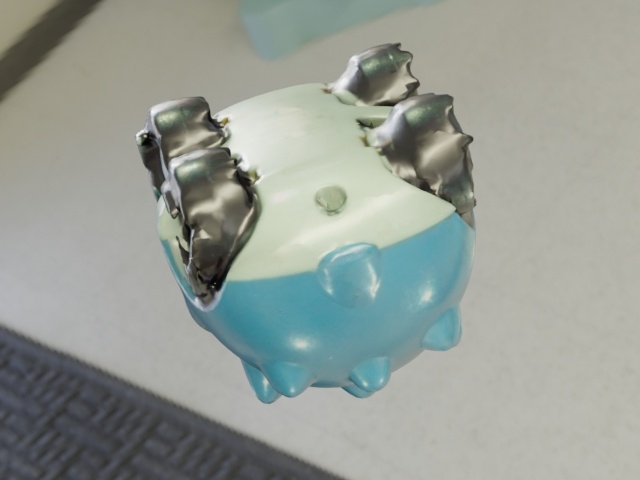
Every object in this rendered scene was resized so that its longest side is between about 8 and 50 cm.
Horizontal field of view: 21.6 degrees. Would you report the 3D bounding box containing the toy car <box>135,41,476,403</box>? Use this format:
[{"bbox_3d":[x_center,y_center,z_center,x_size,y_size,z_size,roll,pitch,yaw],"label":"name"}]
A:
[{"bbox_3d":[0.000,0.000,1.022,0.188,0.190,0.255,-17,24,-8],"label":"toy car"}]
